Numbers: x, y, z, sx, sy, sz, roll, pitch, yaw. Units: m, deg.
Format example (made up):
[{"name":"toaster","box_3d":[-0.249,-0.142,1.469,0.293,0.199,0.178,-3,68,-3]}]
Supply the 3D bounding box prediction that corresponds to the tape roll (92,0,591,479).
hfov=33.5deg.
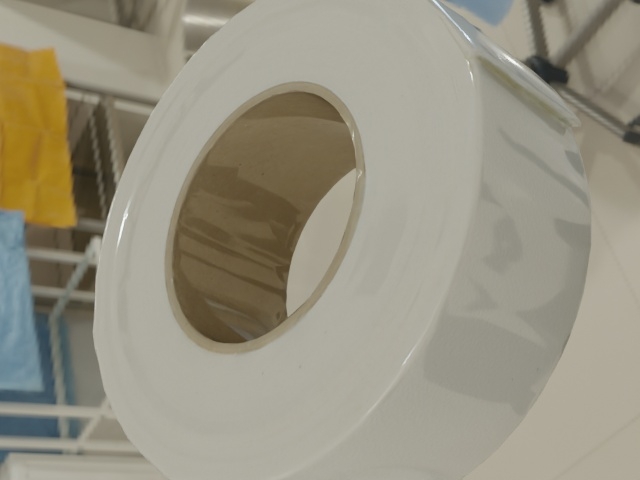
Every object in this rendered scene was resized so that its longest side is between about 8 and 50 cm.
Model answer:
[{"name":"tape roll","box_3d":[0.000,0.000,0.580,0.286,0.100,0.286,-22,56,38]}]
